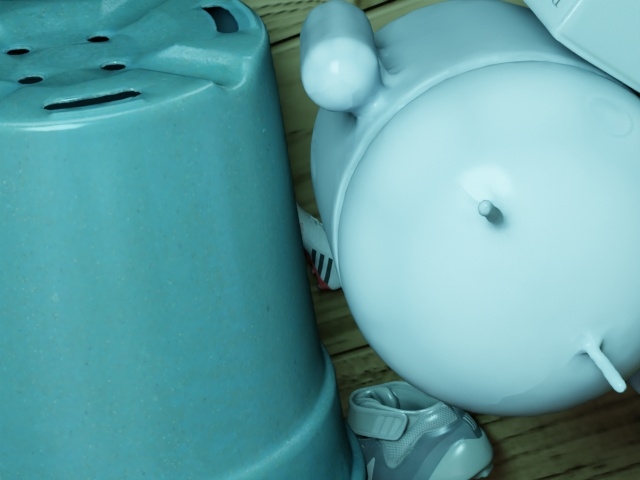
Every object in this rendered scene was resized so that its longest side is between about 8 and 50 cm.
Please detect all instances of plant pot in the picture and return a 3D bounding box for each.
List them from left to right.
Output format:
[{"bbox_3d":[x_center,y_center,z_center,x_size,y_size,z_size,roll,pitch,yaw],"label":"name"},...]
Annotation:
[{"bbox_3d":[-0.148,0.024,1.283,0.341,0.341,0.334,2,117,13],"label":"plant pot"}]

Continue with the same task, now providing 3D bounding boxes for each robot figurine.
[{"bbox_3d":[0.102,-0.023,1.146,0.300,0.353,0.200,38,101,-15],"label":"robot figurine"}]

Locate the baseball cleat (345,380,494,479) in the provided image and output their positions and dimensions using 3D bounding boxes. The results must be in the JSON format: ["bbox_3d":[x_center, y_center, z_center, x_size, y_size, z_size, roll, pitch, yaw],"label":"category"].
[{"bbox_3d":[0.034,0.170,1.493,0.206,0.072,0.109,-32,96,28],"label":"baseball cleat"}]

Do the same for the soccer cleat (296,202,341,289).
[{"bbox_3d":[0.000,0.000,1.396,0.035,0.029,0.083,-19,122,15],"label":"soccer cleat"}]

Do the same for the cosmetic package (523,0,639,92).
[{"bbox_3d":[0.212,-0.176,1.091,0.151,0.151,0.183,29,107,-26],"label":"cosmetic package"}]
